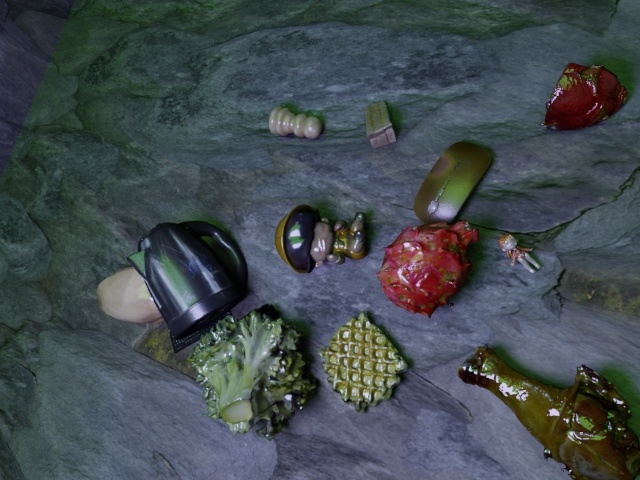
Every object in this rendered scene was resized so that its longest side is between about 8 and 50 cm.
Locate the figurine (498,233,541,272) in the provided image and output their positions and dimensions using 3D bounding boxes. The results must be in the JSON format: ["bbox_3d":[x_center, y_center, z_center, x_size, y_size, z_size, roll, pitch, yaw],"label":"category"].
[{"bbox_3d":[0.470,0.032,1.049,0.064,0.047,0.109,-41,71,3],"label":"figurine"}]

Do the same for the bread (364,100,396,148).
[{"bbox_3d":[0.163,-0.354,1.279,0.077,0.105,0.152,-18,69,15],"label":"bread"}]

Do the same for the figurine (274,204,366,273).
[{"bbox_3d":[0.000,0.002,1.233,0.257,0.167,0.192,8,65,6],"label":"figurine"}]

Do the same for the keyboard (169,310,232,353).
[{"bbox_3d":[-0.391,0.278,1.435,0.250,0.017,0.087,-32,63,15],"label":"keyboard"}]

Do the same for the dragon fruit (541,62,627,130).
[{"bbox_3d":[0.619,-0.324,1.031,0.161,0.120,0.127,18,90,25],"label":"dragon fruit"}]

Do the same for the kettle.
[{"bbox_3d":[-0.379,0.078,1.330,0.324,0.321,0.228,55,140,7],"label":"kettle"}]

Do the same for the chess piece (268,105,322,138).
[{"bbox_3d":[-0.073,-0.370,1.420,0.171,0.094,0.094,20,86,22],"label":"chess piece"}]

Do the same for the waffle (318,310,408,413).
[{"bbox_3d":[0.104,0.321,1.149,0.204,0.054,0.223,-46,59,9],"label":"waffle"}]

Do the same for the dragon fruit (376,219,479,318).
[{"bbox_3d":[0.260,0.051,1.068,0.205,0.210,0.268,42,101,-10],"label":"dragon fruit"}]

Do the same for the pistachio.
[{"bbox_3d":[-0.599,0.178,1.459,0.318,0.193,0.213,-4,118,19],"label":"pistachio"}]

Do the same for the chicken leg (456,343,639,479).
[{"bbox_3d":[0.479,0.331,0.907,0.361,0.140,0.211,43,105,26],"label":"chicken leg"}]

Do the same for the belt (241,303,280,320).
[{"bbox_3d":[-0.181,0.244,1.288,0.140,0.105,0.058,-41,62,22],"label":"belt"}]

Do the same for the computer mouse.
[{"bbox_3d":[0.342,-0.148,1.159,0.126,0.056,0.245,35,95,31],"label":"computer mouse"}]

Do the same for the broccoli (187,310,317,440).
[{"bbox_3d":[-0.181,0.365,1.170,0.334,0.324,0.272,-6,45,6],"label":"broccoli"}]
